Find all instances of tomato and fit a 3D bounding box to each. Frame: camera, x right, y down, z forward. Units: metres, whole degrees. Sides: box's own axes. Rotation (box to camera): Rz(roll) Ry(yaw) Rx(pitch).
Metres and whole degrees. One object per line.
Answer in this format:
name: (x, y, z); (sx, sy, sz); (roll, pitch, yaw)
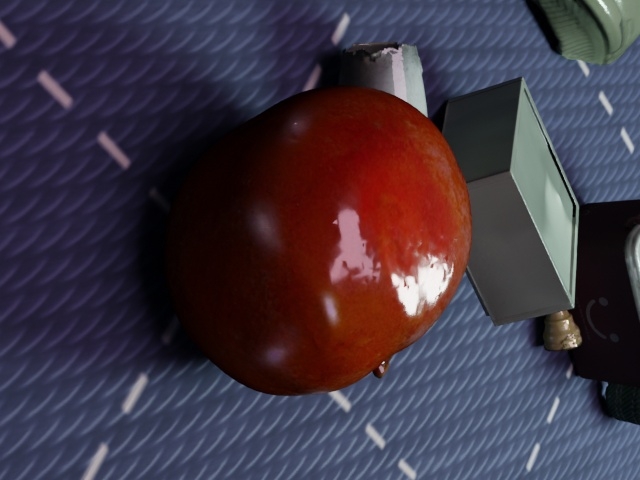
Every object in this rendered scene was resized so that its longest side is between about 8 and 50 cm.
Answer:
tomato: (0.000, 0.000, 1.321); (0.325, 0.293, 0.289); (-41, 106, -34)

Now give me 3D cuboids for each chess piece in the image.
chess piece: (0.339, 0.075, 1.860); (0.060, 0.060, 0.171); (-25, 106, -45)

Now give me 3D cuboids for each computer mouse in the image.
computer mouse: (0.386, -0.425, 1.838); (0.429, 0.146, 0.228); (45, 62, -39)

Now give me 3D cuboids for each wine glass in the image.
wine glass: (0.073, -0.133, 1.514); (0.111, 0.111, 0.204); (-16, 108, -47)

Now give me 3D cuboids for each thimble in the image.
thimble: (0.520, 0.236, 2.030); (0.135, 0.090, 0.118); (-2, 102, -52)

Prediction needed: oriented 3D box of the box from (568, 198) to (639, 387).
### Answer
box: (0.466, 0.078, 1.920); (0.193, 0.168, 0.294); (-37, 117, -40)

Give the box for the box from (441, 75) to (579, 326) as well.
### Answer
box: (0.239, -0.051, 1.650); (0.225, 0.118, 0.225); (61, 27, -29)
